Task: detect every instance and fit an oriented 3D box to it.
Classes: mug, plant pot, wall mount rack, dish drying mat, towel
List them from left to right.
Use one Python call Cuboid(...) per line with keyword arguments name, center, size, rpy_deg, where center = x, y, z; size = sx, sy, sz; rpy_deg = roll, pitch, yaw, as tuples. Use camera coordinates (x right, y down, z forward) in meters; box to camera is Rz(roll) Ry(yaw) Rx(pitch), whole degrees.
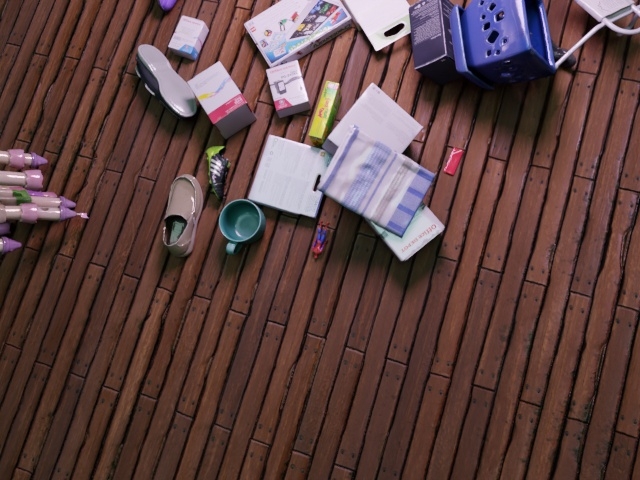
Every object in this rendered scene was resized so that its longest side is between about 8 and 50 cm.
Cuboid(name="mug", center=(-0.244, -0.044, 1.397), size=(0.158, 0.097, 0.129), rpy_deg=(-38, 79, 1))
Cuboid(name="towel", center=(0.155, -0.162, 1.252), size=(0.285, 0.034, 0.209), rpy_deg=(29, 91, -8))
Cuboid(name="dish drying mat", center=(0.405, -0.242, 1.387), size=(0.032, 0.008, 0.083), rpy_deg=(23, 85, 10))
Cuboid(name="plant pot", center=(0.501, -0.564, 1.275), size=(0.212, 0.236, 0.235), rpy_deg=(-11, 82, 41))
Cuboid(name="wall mount rack", center=(0.730, -0.648, 1.319), size=(0.304, 0.130, 0.350), rpy_deg=(-27, 66, -9))

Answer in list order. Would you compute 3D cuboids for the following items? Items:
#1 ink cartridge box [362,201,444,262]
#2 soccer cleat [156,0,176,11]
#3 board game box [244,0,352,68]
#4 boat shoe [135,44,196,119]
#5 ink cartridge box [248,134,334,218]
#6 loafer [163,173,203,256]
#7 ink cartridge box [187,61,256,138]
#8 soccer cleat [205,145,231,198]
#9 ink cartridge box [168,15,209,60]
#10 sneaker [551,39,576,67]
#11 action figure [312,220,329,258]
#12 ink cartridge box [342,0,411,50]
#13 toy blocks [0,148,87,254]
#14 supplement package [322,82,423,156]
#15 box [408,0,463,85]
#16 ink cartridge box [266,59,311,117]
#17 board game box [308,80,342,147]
Cuboid(name="ink cartridge box", center=(0.230, -0.063, 1.338), size=(0.160, 0.092, 0.219), rpy_deg=(-38, 79, 1))
Cuboid(name="soccer cleat", center=(-0.478, -0.938, 1.571), size=(0.117, 0.108, 0.318), rpy_deg=(14, 81, 6))
Cuboid(name="board game box", center=(-0.075, -0.712, 1.503), size=(0.305, 0.053, 0.193), rpy_deg=(-30, 78, 2))
Cuboid(name="boat shoe", center=(-0.515, -0.509, 1.515), size=(0.114, 0.091, 0.302), rpy_deg=(-20, 73, -41))
Cuboid(name="ink cartridge box", center=(-0.087, -0.197, 1.425), size=(0.224, 0.045, 0.223), rpy_deg=(17, 84, 7))
Cuboid(name="loafer", center=(-0.435, -0.084, 1.431), size=(0.102, 0.092, 0.268), rpy_deg=(0, 81, 8))
Cuboid(name="ink cartridge box", center=(-0.312, -0.447, 1.455), size=(0.127, 0.128, 0.176), rpy_deg=(-33, 79, 1))
Cuboid(name="soccer cleat", center=(-0.322, -0.222, 1.456), size=(0.072, 0.060, 0.178), rpy_deg=(-12, 77, 4))
Cuboid(name="ink cartridge box", center=(-0.448, -0.689, 1.551), size=(0.089, 0.052, 0.122), rpy_deg=(21, 86, 10))
Cuboid(name="sneaker", center=(0.678, -0.562, 1.381), size=(0.089, 0.051, 0.170), rpy_deg=(-39, 72, -3))
Cuboid(name="action figure", center=(0.000, 0.000, 1.393), size=(0.038, 0.030, 0.115), rpy_deg=(16, 88, 15))
Cuboid(name="ink cartridge box", center=(0.197, -0.733, 1.470), size=(0.171, 0.056, 0.235), rpy_deg=(-28, 82, 3))
Cuboid(name="toy blocks", center=(-0.931, -0.112, 1.462), size=(0.289, 0.260, 0.308), rpy_deg=(32, 113, 39))
Cuboid(name="supplement package", center=(0.146, -0.304, 1.337), size=(0.194, 0.149, 0.203), rpy_deg=(39, 87, -7))
Cuboid(name="box", center=(0.355, -0.599, 1.363), size=(0.108, 0.153, 0.207), rpy_deg=(-11, 77, 41))
Cuboid(name="ink cartridge box", center=(-0.103, -0.488, 1.466), size=(0.109, 0.063, 0.150), rpy_deg=(-16, 80, 5))
Cuboid(name="board game box", center=(0.017, -0.390, 1.420), size=(0.043, 0.092, 0.181), rpy_deg=(16, 84, 11))
